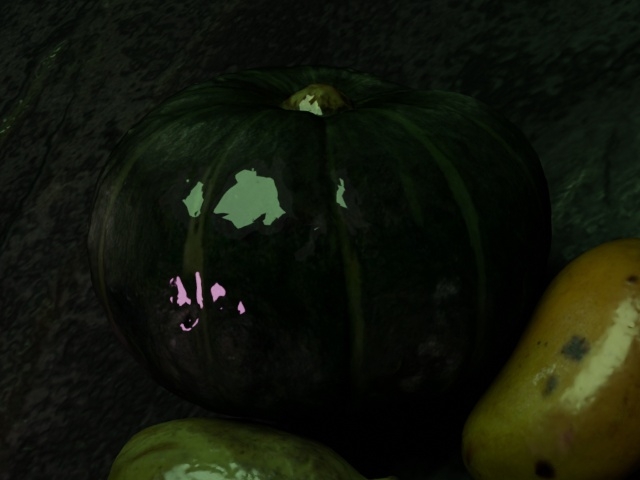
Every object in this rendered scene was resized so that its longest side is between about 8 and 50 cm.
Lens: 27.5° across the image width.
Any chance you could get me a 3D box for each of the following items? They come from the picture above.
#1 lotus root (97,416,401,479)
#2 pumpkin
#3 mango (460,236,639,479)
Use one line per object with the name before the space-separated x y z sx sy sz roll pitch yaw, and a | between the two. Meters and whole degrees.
lotus root | -0.042 0.168 0.782 0.214 0.138 0.138 -10 44 22
pumpkin | 0.000 0.000 0.840 0.300 0.207 0.300 -5 21 2
mango | 0.160 0.079 0.758 0.115 0.090 0.178 20 68 49
